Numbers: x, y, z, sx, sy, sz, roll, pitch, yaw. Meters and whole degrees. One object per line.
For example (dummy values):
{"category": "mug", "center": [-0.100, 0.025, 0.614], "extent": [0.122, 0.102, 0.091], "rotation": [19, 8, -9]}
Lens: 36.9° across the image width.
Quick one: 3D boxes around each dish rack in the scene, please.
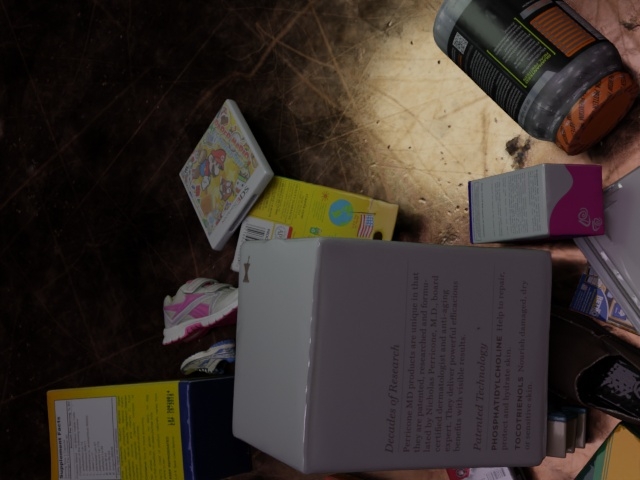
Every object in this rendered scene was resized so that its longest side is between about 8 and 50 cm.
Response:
{"category": "dish rack", "center": [0.564, 0.008, 1.450], "extent": [0.285, 0.072, 0.333], "rotation": [-35, 62, 12]}

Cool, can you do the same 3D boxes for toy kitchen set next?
{"category": "toy kitchen set", "center": [0.316, 0.271, 1.556], "extent": [0.207, 0.166, 0.122], "rotation": [1, 87, 29]}

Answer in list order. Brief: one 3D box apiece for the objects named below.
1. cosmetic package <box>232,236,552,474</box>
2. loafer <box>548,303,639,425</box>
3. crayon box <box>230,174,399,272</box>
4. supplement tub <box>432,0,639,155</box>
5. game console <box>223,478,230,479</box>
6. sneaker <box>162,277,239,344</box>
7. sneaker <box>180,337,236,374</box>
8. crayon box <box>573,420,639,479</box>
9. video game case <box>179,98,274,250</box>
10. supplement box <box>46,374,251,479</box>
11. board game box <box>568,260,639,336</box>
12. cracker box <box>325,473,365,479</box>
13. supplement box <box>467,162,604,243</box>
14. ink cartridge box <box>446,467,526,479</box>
{"category": "cosmetic package", "center": [0.101, 0.166, 1.495], "extent": [0.329, 0.393, 0.328], "rotation": [178, 95, -67]}
{"category": "loafer", "center": [0.419, 0.192, 1.526], "extent": [0.365, 0.130, 0.134], "rotation": [20, 96, 29]}
{"category": "crayon box", "center": [0.000, 0.000, 1.798], "extent": [0.318, 0.081, 0.202], "rotation": [16, 93, 30]}
{"category": "supplement tub", "center": [0.349, -0.297, 1.564], "extent": [0.193, 0.193, 0.316], "rotation": [-47, 66, 18]}
{"category": "game console", "center": [-0.165, 0.531, 1.823], "extent": [0.107, 0.071, 0.122], "rotation": [31, 136, 10]}
{"category": "sneaker", "center": [-0.224, 0.121, 1.901], "extent": [0.252, 0.103, 0.111], "rotation": [-23, 77, 25]}
{"category": "sneaker", "center": [-0.223, 0.247, 1.922], "extent": [0.135, 0.052, 0.058], "rotation": [-29, 77, 24]}
{"category": "crayon box", "center": [0.531, 0.429, 1.475], "extent": [0.278, 0.081, 0.165], "rotation": [40, 105, 25]}
{"category": "video game case", "center": [-0.190, -0.130, 1.886], "extent": [0.206, 0.026, 0.227], "rotation": [-53, 46, 28]}
{"category": "supplement box", "center": [-0.339, 0.375, 1.894], "extent": [0.356, 0.195, 0.194], "rotation": [-8, 82, 27]}
{"category": "board game box", "center": [0.515, 0.077, 1.530], "extent": [0.193, 0.045, 0.147], "rotation": [23, 97, 28]}
{"category": "cracker box", "center": [0.067, 0.555, 1.730], "extent": [0.155, 0.067, 0.232], "rotation": [13, 92, 30]}
{"category": "supplement box", "center": [0.340, -0.055, 1.536], "extent": [0.220, 0.111, 0.114], "rotation": [166, 103, -68]}
{"category": "ink cartridge box", "center": [0.292, 0.426, 1.617], "extent": [0.109, 0.063, 0.151], "rotation": [-28, 74, 24]}
